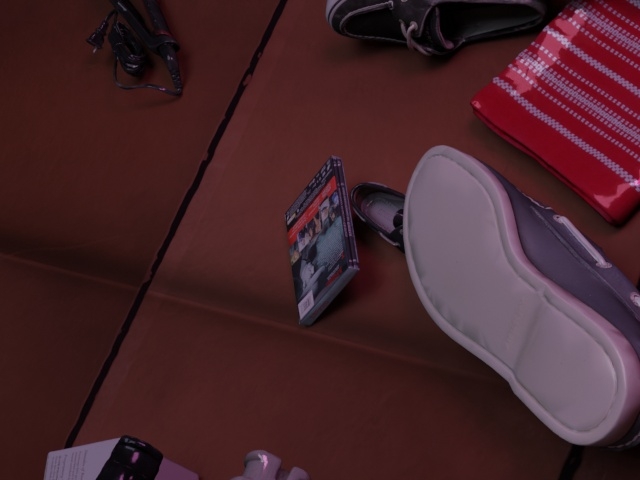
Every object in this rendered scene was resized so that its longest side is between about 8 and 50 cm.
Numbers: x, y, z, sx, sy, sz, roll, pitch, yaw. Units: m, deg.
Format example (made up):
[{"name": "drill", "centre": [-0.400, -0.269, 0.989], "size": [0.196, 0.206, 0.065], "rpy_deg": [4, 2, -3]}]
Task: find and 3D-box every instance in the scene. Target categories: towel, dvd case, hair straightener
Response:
[{"name": "towel", "centre": [0.262, -0.158, 1.242], "size": [0.275, 0.031, 0.199], "rpy_deg": [-47, 45, 5]}, {"name": "dvd case", "centre": [0.000, 0.000, 1.340], "size": [0.087, 0.013, 0.119], "rpy_deg": [-50, 35, 41]}, {"name": "hair straightener", "centre": [-0.196, -0.215, 1.644], "size": [0.089, 0.047, 0.230], "rpy_deg": [-40, 50, 12]}]

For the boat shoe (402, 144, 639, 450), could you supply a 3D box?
[{"name": "boat shoe", "centre": [0.161, 0.039, 1.164], "size": [0.319, 0.099, 0.116], "rpy_deg": [53, 127, 48]}]

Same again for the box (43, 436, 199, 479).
[{"name": "box", "centre": [-0.165, 0.227, 1.291], "size": [0.087, 0.101, 0.102], "rpy_deg": [-16, 56, 31]}]

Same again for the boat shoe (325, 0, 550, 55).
[{"name": "boat shoe", "centre": [0.096, -0.200, 1.368], "size": [0.219, 0.078, 0.070], "rpy_deg": [-9, 57, 33]}]

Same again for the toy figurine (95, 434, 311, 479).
[{"name": "toy figurine", "centre": [-0.076, 0.254, 1.125], "size": [0.209, 0.213, 0.148], "rpy_deg": [1, 50, 35]}]

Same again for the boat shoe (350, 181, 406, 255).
[{"name": "boat shoe", "centre": [0.071, -0.015, 1.298], "size": [0.046, 0.038, 0.125], "rpy_deg": [-53, 44, -1]}]
